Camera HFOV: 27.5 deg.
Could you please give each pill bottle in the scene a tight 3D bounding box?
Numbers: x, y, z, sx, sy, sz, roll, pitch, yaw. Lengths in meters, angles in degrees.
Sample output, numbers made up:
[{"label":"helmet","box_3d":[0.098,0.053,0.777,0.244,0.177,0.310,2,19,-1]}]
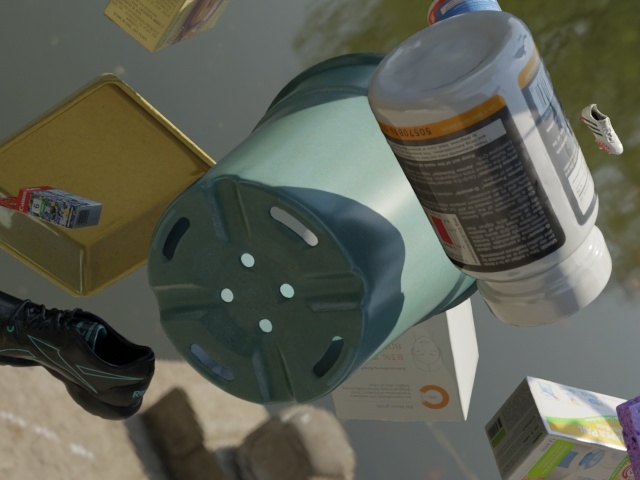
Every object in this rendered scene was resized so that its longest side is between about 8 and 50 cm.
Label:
[{"label":"pill bottle","box_3d":[0.168,-0.062,1.233,0.162,0.162,0.278,-85,151,-55]},{"label":"pill bottle","box_3d":[0.272,-0.318,2.202,0.124,0.124,0.222,22,38,-46]}]

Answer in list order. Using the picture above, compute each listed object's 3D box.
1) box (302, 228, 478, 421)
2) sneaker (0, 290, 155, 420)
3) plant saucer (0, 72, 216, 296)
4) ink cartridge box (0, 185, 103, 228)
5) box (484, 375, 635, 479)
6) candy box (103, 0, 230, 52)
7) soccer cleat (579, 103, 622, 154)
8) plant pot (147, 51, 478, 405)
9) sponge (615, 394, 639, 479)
[{"label":"box","box_3d":[0.115,0.103,2.058,0.168,0.215,0.345,-67,151,-52]},{"label":"sneaker","box_3d":[-0.318,0.111,1.565,0.267,0.106,0.101,28,40,-9]},{"label":"plant saucer","box_3d":[-0.327,-0.089,1.884,0.333,0.332,0.081,42,25,-45]},{"label":"ink cartridge box","box_3d":[-0.316,-0.044,1.502,0.115,0.029,0.063,18,11,16]},{"label":"box","box_3d":[0.345,0.275,1.769,0.203,0.114,0.103,16,36,-25]},{"label":"candy box","box_3d":[-0.115,-0.384,1.559,0.087,0.316,0.183,39,27,3]},{"label":"soccer cleat","box_3d":[0.405,-0.159,1.868,0.029,0.035,0.083,-33,82,-26]},{"label":"plant pot","box_3d":[0.000,0.000,1.446,0.341,0.341,0.334,51,34,-1]},{"label":"sponge","box_3d":[0.445,0.288,1.630,0.117,0.031,0.210,-16,91,-28]}]
